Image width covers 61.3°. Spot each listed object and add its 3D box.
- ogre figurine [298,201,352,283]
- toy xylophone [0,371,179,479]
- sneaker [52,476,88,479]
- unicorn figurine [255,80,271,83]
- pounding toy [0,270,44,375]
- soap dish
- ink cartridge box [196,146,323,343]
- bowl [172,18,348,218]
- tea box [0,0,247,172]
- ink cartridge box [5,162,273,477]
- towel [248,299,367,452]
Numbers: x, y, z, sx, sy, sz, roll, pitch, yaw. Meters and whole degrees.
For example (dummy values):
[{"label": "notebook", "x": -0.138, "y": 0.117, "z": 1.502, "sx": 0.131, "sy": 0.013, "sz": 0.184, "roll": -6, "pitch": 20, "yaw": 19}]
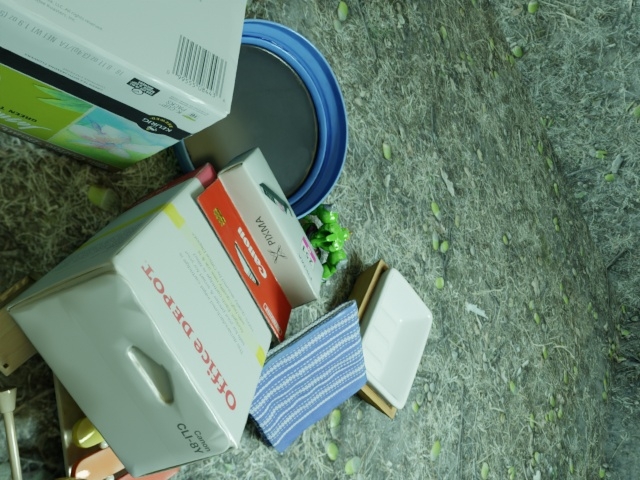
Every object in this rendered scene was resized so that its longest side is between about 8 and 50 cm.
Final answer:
[{"label": "ogre figurine", "x": 0.000, "y": 0.000, "z": 1.165, "sx": 0.097, "sy": 0.118, "sz": 0.197, "roll": 13, "pitch": 74, "yaw": -44}, {"label": "toy xylophone", "x": -0.320, "y": 0.270, "z": 0.771, "sx": 0.236, "sy": 0.081, "sz": 0.322, "roll": -23, "pitch": 102, "yaw": -64}, {"label": "sneaker", "x": -0.316, "y": 0.422, "z": 0.644, "sx": 0.112, "sy": 0.131, "sz": 0.296, "roll": 13, "pitch": 112, "yaw": -10}, {"label": "unicorn figurine", "x": -0.119, "y": -0.315, "z": 1.141, "sx": 0.111, "sy": 0.060, "sz": 0.161, "roll": -31, "pitch": 105, "yaw": -44}, {"label": "pounding toy", "x": -0.393, "y": 0.110, "z": 0.740, "sx": 0.130, "sy": 0.141, "sz": 0.100, "roll": -44, "pitch": 114, "yaw": -26}, {"label": "soap dish", "x": 0.136, "y": 0.227, "z": 1.265, "sx": 0.229, "sy": 0.118, "sz": 0.290, "roll": 49, "pitch": 52, "yaw": -29}, {"label": "ink cartridge box", "x": -0.087, "y": -0.003, "z": 0.913, "sx": 0.275, "sy": 0.060, "sz": 0.239, "roll": 62, "pitch": 13, "yaw": -17}, {"label": "bowl", "x": -0.114, "y": -0.227, "z": 1.067, "sx": 0.391, "sy": 0.077, "sz": 0.391, "roll": -3, "pitch": 95, "yaw": -38}, {"label": "tea box", "x": -0.331, "y": -0.275, "z": 0.720, "sx": 0.329, "sy": 0.324, "sz": 0.219, "roll": 21, "pitch": 67, "yaw": -42}, {"label": "ink cartridge box", "x": -0.206, "y": 0.087, "z": 0.783, "sx": 0.279, "sy": 0.160, "sz": 0.384, "roll": 63, "pitch": 15, "yaw": -18}, {"label": "towel", "x": -0.018, "y": 0.256, "z": 0.967, "sx": 0.243, "sy": 0.040, "sz": 0.336, "roll": -33, "pitch": 146, "yaw": -15}]
